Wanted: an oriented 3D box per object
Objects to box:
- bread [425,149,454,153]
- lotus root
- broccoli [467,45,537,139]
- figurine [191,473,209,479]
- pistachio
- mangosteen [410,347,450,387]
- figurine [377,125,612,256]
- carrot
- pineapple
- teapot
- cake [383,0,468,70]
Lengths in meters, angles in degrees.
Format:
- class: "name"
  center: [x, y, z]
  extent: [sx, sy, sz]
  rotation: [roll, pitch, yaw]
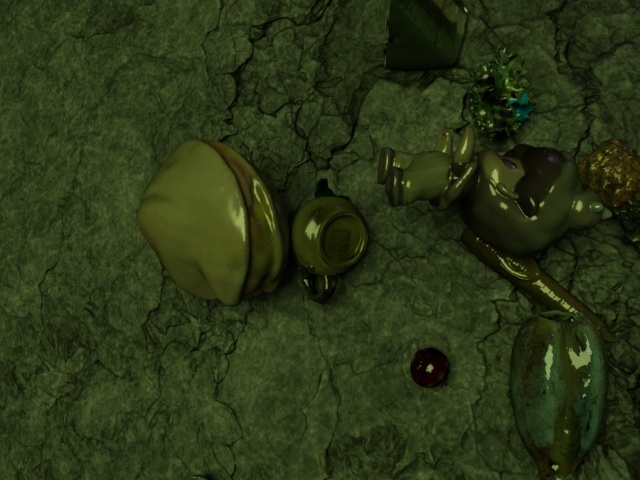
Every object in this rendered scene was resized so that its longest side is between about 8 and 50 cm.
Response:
- class: "bread"
  center: [0.285, -0.144, 1.114]
  extent: [0.105, 0.152, 0.077]
  rotation: [-20, 71, 22]
- class: "lotus root"
  center: [0.414, 0.285, 0.970]
  extent: [0.158, 0.140, 0.322]
  rotation: [4, 88, -1]
- class: "broccoli"
  center: [0.359, -0.298, 1.115]
  extent: [0.154, 0.160, 0.167]
  rotation: [49, 116, 24]
- class: "figurine"
  center: [-0.272, 0.567, 1.212]
  extent: [0.082, 0.094, 0.086]
  rotation: [-15, 34, 57]
- class: "pistachio"
  center: [-0.238, -0.037, 1.228]
  extent: [0.445, 0.281, 0.365]
  rotation: [36, 128, 41]
- class: "mangosteen"
  center: [0.218, 0.252, 1.089]
  extent: [0.081, 0.081, 0.081]
  rotation: [-5, 76, 21]
- class: "figurine"
  center: [0.292, -0.086, 0.978]
  extent: [0.380, 0.248, 0.203]
  rotation: [10, 98, -11]
- class: "carrot"
  center: [0.413, 0.080, 1.054]
  extent: [0.342, 0.070, 0.070]
  rotation: [41, 95, 24]
- class: "pineapple"
  center: [0.573, -0.065, 0.998]
  extent: [0.128, 0.128, 0.248]
  rotation: [-38, 74, 10]
- class: "teapot"
  center: [0.000, 0.000, 1.204]
  extent: [0.182, 0.173, 0.270]
  rotation: [16, 101, 56]
- class: "cake"
  center: [0.230, -0.488, 1.158]
  extent: [0.172, 0.283, 0.158]
  rotation: [9, 81, 7]
